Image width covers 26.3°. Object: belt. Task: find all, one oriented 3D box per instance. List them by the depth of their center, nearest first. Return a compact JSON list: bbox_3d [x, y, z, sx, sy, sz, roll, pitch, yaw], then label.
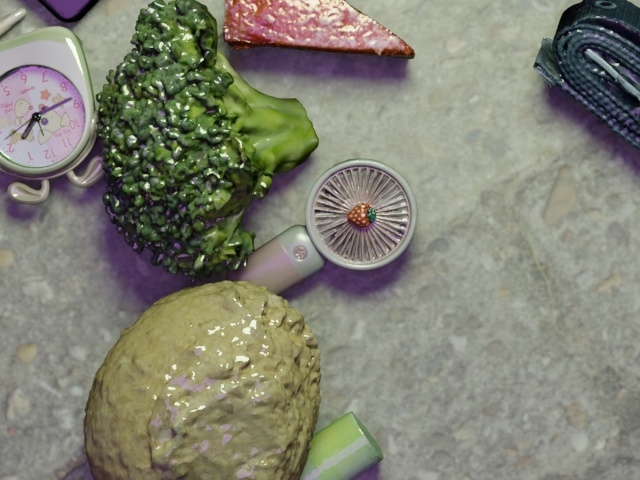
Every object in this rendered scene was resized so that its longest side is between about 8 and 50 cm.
[{"bbox_3d":[0.364,-0.193,1.577,0.218,0.128,0.122,40,121,-4],"label":"belt"}]

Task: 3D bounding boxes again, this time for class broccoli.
[{"bbox_3d":[-0.129,-0.116,1.546,0.248,0.246,0.288,45,122,26],"label":"broccoli"}]

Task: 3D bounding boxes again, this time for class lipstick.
[{"bbox_3d":[-0.070,0.311,1.614,0.304,0.076,0.076,-34,93,2],"label":"lipstick"}]

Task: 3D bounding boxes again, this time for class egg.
[{"bbox_3d":[-0.129,0.193,1.512,0.279,0.279,0.310,18,91,-1],"label":"egg"}]

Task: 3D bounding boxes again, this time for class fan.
[{"bbox_3d":[0.000,0.000,1.601,0.244,0.074,0.130,-33,94,5],"label":"fan"}]

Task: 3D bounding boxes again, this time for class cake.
[{"bbox_3d":[0.001,-0.272,1.580,0.220,0.086,0.116,3,95,0],"label":"cake"}]

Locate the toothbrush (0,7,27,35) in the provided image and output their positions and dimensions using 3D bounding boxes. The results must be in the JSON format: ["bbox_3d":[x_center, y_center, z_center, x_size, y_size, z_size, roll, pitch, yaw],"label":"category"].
[{"bbox_3d":[-0.471,-0.183,1.610,0.307,0.025,0.029,-33,101,1],"label":"toothbrush"}]

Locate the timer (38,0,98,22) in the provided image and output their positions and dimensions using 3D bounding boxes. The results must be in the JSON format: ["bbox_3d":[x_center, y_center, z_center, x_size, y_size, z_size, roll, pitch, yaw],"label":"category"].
[{"bbox_3d":[-0.310,-0.361,1.591,0.187,0.055,0.144,44,94,-6],"label":"timer"}]

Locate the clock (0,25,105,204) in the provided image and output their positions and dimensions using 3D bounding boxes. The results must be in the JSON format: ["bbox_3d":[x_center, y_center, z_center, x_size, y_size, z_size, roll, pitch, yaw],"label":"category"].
[{"bbox_3d":[-0.329,-0.143,1.595,0.151,0.062,0.191,-18,93,0],"label":"clock"}]
